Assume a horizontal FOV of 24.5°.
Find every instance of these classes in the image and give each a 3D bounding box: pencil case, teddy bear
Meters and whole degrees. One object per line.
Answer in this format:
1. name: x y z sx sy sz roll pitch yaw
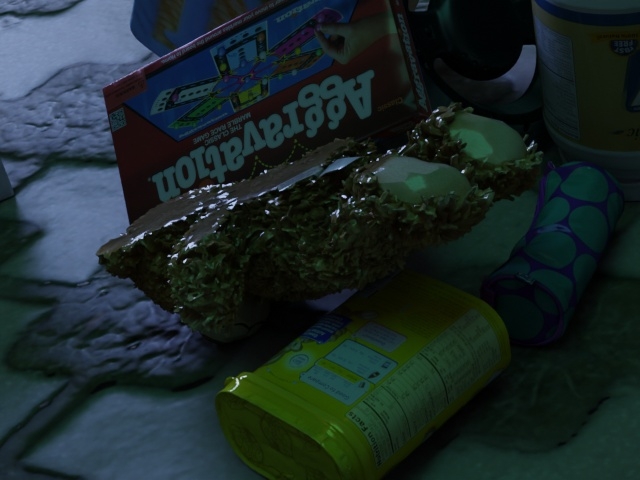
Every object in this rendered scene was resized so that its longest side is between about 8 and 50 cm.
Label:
1. pencil case: 0.171 0.006 1.084 0.070 0.064 0.151 28 47 9
2. teddy bear: 0.000 0.000 1.043 0.338 0.113 0.245 -21 13 21

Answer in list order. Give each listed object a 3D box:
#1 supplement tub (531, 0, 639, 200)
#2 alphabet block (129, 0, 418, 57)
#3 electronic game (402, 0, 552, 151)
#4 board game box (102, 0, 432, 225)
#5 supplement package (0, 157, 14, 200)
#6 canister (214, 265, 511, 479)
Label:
1. supplement tub: 0.242 -0.146 1.150 0.144 0.199 0.144 -9 37 6
2. alphabet block: -0.029 -0.243 1.320 0.193 0.192 0.197 38 55 10
3. electronic game: 0.128 -0.177 1.235 0.229 0.229 0.048 -44 9 -35
4. board game box: -0.051 -0.109 1.175 0.281 0.027 0.145 -23 71 28
5. supplement package: -0.444 -0.091 1.325 0.262 0.145 0.204 -25 38 -16
6. canister: 0.032 0.096 1.000 0.126 0.073 0.170 23 48 41
